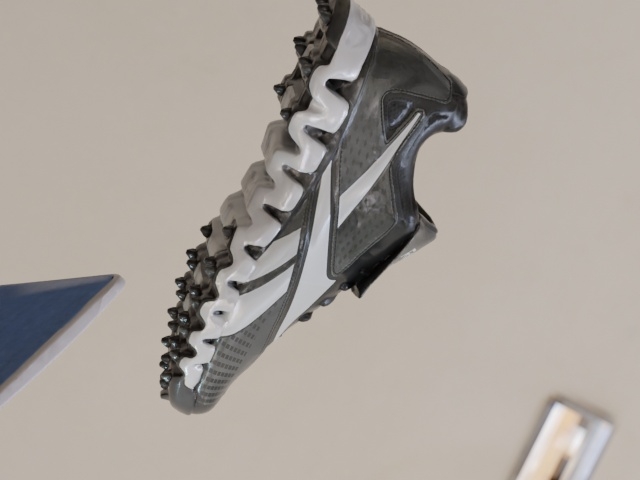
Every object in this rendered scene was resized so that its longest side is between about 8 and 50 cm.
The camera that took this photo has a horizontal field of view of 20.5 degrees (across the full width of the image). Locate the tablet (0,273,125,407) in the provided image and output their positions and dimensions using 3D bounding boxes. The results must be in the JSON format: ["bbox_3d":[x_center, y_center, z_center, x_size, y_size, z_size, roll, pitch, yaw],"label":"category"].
[{"bbox_3d":[-0.089,0.026,0.412,0.083,0.006,0.054,-5,-151,37],"label":"tablet"}]

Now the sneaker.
[{"bbox_3d":[0.000,0.000,0.879,0.106,0.234,0.078,22,-160,-14],"label":"sneaker"}]
